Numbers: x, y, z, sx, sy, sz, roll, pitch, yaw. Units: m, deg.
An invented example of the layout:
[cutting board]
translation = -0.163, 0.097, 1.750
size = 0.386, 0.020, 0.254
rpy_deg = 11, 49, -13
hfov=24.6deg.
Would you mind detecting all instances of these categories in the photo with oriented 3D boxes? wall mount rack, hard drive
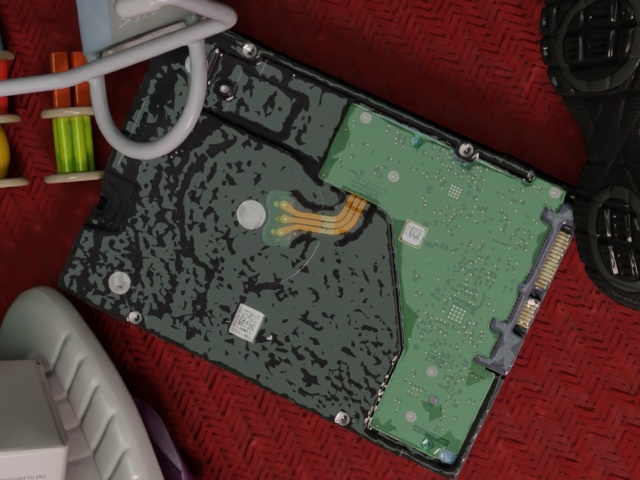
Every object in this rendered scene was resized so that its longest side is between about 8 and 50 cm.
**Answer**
[wall mount rack]
translation = -0.210, -0.224, 1.068
size = 0.304, 0.130, 0.350
rpy_deg = -14, 79, 33
[hard drive]
translation = 0.000, 0.000, 1.102
size = 0.338, 0.064, 0.237
rpy_deg = 25, 99, 8

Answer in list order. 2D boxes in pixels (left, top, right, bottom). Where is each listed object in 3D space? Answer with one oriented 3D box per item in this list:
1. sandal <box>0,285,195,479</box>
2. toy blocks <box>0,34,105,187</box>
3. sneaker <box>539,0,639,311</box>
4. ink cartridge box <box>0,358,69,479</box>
[sandal]
translation = -0.129, 0.225, 1.126
size = 0.169, 0.102, 0.416
rpy_deg = -39, 74, 42
[toy blocks]
translation = -0.227, -0.117, 1.137
size = 0.123, 0.054, 0.148
rpy_deg = -5, 94, 11
[sneaker]
translation = 0.234, -0.101, 1.017
size = 0.109, 0.130, 0.286
rpy_deg = 13, 116, 47
[ink cartridge box]
translation = -0.303, 0.231, 1.070
size = 0.198, 0.115, 0.273
rpy_deg = -1, 121, -24
